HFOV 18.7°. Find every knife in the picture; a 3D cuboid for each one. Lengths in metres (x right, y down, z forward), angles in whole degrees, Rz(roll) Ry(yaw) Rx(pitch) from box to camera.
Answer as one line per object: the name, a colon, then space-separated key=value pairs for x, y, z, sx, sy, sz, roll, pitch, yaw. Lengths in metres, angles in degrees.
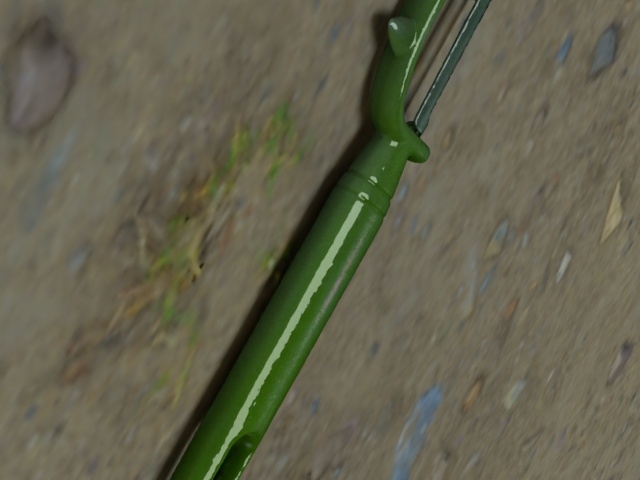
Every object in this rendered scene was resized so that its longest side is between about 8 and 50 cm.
knife: x=0.001 y=0.000 z=0.535 sx=0.212 sy=0.015 sz=0.054 roll=-61 pitch=157 yaw=-4
